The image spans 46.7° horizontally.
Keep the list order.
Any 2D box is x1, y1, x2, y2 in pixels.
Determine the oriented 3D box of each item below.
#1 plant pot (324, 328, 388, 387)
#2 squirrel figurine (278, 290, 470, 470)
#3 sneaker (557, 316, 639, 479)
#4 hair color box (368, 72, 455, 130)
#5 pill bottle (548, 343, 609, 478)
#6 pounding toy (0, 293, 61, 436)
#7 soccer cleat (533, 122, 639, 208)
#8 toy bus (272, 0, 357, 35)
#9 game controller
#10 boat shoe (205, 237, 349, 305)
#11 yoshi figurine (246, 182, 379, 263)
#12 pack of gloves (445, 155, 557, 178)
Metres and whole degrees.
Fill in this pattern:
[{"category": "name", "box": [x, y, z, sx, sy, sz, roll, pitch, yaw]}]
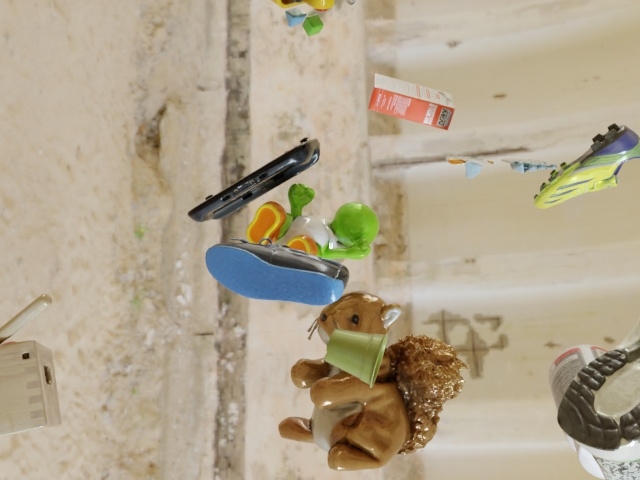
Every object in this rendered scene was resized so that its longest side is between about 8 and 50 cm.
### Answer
[{"category": "plant pot", "box": [0.050, 0.166, 1.098, 0.083, 0.079, 0.083, 16, 90, -79]}, {"category": "squirrel figurine", "box": [0.128, 0.303, 1.707, 0.281, 0.397, 0.370, -175, -89, -68]}, {"category": "sneaker", "box": [0.501, 0.191, 1.035, 0.158, 0.410, 0.182, 35, -26, 52]}, {"category": "hair color box", "box": [0.183, -0.281, 1.503, 0.093, 0.167, 0.053, -81, -174, -60]}, {"category": "pill bottle", "box": [0.580, 0.355, 1.553, 0.283, 0.161, 0.161, -73, 160, -66]}, {"category": "pounding toy", "box": [-0.275, 0.114, 0.614, 0.141, 0.130, 0.100, 134, -55, -72]}, {"category": "soccer cleat", "box": [0.615, -0.145, 1.707, 0.289, 0.121, 0.093, -44, -176, 40]}, {"category": "toy bus", "box": [-0.054, -0.451, 1.272, 0.202, 0.104, 0.191, -13, -78, 63]}, {"category": "game controller", "box": [-0.145, -0.133, 1.626, 0.067, 0.319, 0.166, 62, 16, 4]}, {"category": "boat shoe", "box": [-0.074, 0.057, 1.289, 0.089, 0.258, 0.109, -43, 146, -57]}, {"category": "yoshi figurine", "box": [0.013, -0.024, 1.651, 0.362, 0.203, 0.203, -1, 94, -62]}, {"category": "pack of gloves", "box": [0.336, -0.133, 1.409, 0.232, 0.195, 0.046, -44, 138, -78]}]
